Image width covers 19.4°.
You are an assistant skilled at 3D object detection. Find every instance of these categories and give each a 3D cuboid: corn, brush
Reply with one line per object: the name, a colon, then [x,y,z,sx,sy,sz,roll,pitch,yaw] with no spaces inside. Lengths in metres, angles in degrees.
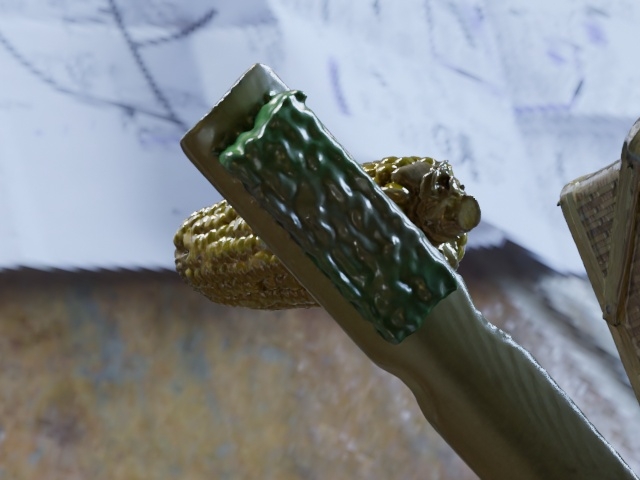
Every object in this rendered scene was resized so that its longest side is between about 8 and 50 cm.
corn: [0.000,0.000,1.233,0.097,0.261,0.097,10,75,-44]
brush: [0.052,0.042,0.790,0.054,0.048,0.282,-45,110,-9]

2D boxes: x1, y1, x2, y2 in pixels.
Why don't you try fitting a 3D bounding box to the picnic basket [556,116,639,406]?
picnic basket: [0.168,0.025,0.650,0.115,0.079,0.164,-15,80,-34]
